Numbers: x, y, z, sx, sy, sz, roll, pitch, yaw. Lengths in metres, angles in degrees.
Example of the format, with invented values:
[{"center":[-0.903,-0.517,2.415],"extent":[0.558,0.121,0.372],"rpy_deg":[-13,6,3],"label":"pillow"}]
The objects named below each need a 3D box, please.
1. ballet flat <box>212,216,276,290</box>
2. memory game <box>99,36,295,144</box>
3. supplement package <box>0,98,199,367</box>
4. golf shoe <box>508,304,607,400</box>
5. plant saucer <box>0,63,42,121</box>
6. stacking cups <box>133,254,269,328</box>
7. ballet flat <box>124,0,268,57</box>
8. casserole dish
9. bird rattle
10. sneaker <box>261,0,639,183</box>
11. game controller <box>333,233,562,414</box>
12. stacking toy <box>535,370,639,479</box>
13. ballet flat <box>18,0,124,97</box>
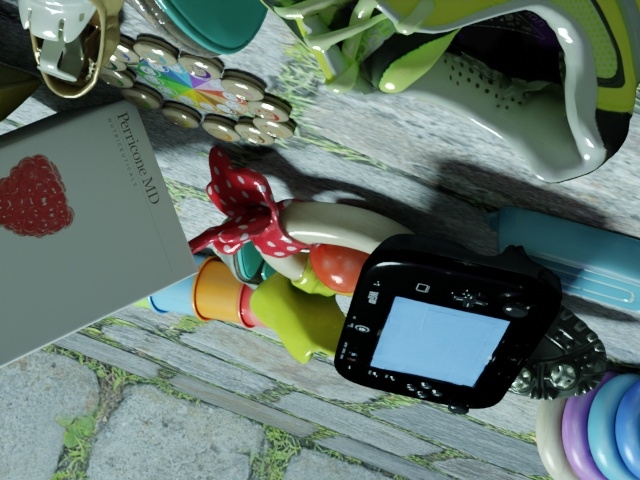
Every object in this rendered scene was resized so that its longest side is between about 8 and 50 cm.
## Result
[{"center":[-0.080,0.012,1.624],"extent":[0.068,0.072,0.213],"rpy_deg":[19,167,20],"label":"ballet flat"},{"center":[-0.107,-0.122,1.276],"extent":[0.186,0.012,0.186],"rpy_deg":[18,165,5],"label":"memory game"},{"center":[-0.292,0.007,1.366],"extent":[0.175,0.293,0.177],"rpy_deg":[-3,110,57],"label":"supplement package"},{"center":[0.171,0.088,1.567],"extent":[0.273,0.105,0.120],"rpy_deg":[15,-175,28],"label":"golf shoe"},{"center":[-0.449,-0.127,1.274],"extent":[0.333,0.081,0.333],"rpy_deg":[18,-165,11],"label":"plant saucer"},{"center":[-0.164,0.057,1.850],"extent":[0.316,0.096,0.096],"rpy_deg":[12,164,29],"label":"stacking cups"},{"center":[-0.115,-0.211,0.810],"extent":[0.106,0.107,0.316],"rpy_deg":[27,164,28],"label":"ballet flat"},{"center":[0.227,0.021,1.314],"extent":[0.188,0.037,0.114],"rpy_deg":[17,165,13],"label":"casserole dish"},{"center":[0.000,0.000,1.464],"extent":[0.207,0.143,0.253],"rpy_deg":[1,146,22],"label":"bird rattle"},{"center":[0.009,-0.152,0.657],"extent":[0.385,0.147,0.145],"rpy_deg":[21,141,-28],"label":"sneaker"},{"center":[0.105,0.081,1.374],"extent":[0.167,0.067,0.319],"rpy_deg":[4,155,-4],"label":"game controller"},{"center":[0.387,0.195,1.610],"extent":[0.141,0.141,0.330],"rpy_deg":[29,156,-33],"label":"stacking toy"},{"center":[-0.179,-0.161,1.098],"extent":[0.080,0.073,0.232],"rpy_deg":[18,166,3],"label":"ballet flat"}]
